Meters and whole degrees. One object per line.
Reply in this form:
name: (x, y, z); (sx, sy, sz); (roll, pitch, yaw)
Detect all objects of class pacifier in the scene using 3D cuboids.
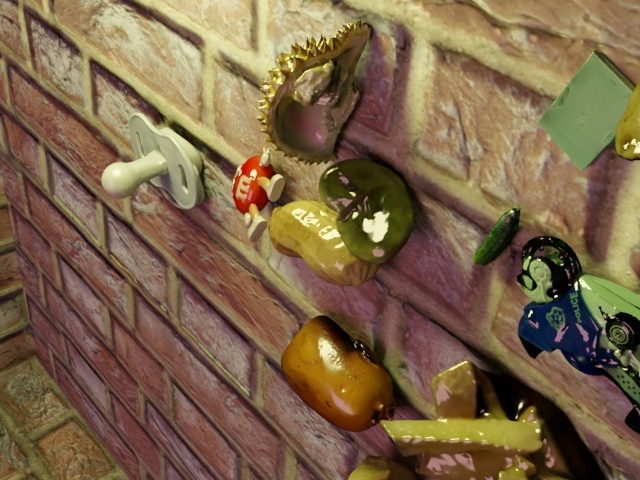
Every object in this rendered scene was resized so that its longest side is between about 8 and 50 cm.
pacifier: (-0.422, -0.165, 1.875); (0.299, 0.233, 0.244); (36, 139, 37)

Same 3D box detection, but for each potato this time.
potato: (0.384, -0.164, 0.897); (0.081, 0.149, 0.120); (3, 111, 46)

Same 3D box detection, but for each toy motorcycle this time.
toy motorcycle: (0.400, 0.140, 1.092); (0.331, 0.125, 0.196); (43, 142, 33)

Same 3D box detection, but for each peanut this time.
peanut: (0.000, 0.000, 1.511); (0.305, 0.147, 0.147); (30, 132, 42)

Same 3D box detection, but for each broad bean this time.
broad bean: (0.086, -0.057, 1.369); (0.153, 0.072, 0.207); (-45, 66, 13)

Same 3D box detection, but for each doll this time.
doll: (-0.136, -0.114, 1.623); (0.217, 0.085, 0.183); (-114, 43, -58)

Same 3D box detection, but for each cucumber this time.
cucumber: (0.285, -0.007, 1.217); (0.037, 0.037, 0.155); (50, 145, 20)

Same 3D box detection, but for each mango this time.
mango: (0.036, 0.291, 1.627); (0.287, 0.152, 0.201); (32, 144, 42)

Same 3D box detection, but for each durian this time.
durian: (-0.016, -0.263, 1.366); (0.166, 0.172, 0.306); (31, 129, 6)

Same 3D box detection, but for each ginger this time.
ginger: (0.124, 0.549, 1.668); (0.152, 0.138, 0.267); (10, 132, 0)
ginger: (0.290, 0.435, 1.336); (0.413, 0.211, 0.358); (54, 146, 15)

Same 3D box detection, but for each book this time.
book: (0.363, -0.170, 1.031); (0.103, 0.017, 0.135); (54, 143, 20)
